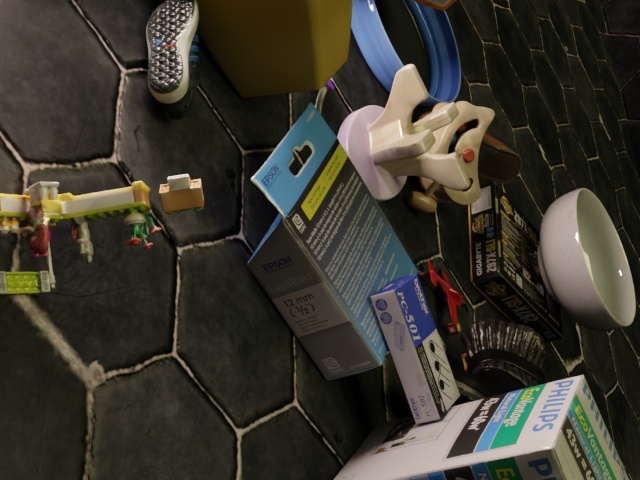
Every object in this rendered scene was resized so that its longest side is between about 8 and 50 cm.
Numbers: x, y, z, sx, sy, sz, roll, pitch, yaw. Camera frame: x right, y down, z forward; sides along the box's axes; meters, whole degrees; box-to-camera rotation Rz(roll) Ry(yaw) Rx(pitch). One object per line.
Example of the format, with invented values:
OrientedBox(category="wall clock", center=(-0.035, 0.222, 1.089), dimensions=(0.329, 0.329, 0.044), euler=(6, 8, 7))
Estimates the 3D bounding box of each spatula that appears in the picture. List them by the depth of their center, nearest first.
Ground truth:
OrientedBox(category="spatula", center=(0.002, -0.224, 1.663), dimensions=(0.084, 0.030, 0.297), euler=(26, 51, -52))

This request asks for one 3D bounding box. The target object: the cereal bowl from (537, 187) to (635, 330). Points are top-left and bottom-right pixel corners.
OrientedBox(category="cereal bowl", center=(0.603, 0.056, 2.197), dimensions=(0.339, 0.141, 0.339), euler=(36, 44, -44))

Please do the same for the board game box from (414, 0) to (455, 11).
OrientedBox(category="board game box", center=(0.190, -0.730, 1.827), dimensions=(0.356, 0.356, 0.356), euler=(6, 57, -43))

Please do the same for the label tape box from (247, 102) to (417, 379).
OrientedBox(category="label tape box", center=(0.000, 0.000, 1.451), dimensions=(0.348, 0.115, 0.249), euler=(55, 34, -19))

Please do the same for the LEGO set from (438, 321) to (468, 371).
OrientedBox(category="LEGO set", center=(0.262, 0.266, 1.765), dimensions=(0.182, 0.060, 0.244), euler=(57, 32, -27))

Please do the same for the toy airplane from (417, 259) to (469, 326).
OrientedBox(category="toy airplane", center=(0.243, 0.092, 1.843), dimensions=(0.151, 0.028, 0.151), euler=(40, 28, -26))

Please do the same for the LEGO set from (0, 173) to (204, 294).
OrientedBox(category="LEGO set", center=(-0.262, -0.004, 1.015), dimensions=(0.287, 0.132, 0.107), euler=(-4, 80, -36))

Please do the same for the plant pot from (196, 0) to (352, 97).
OrientedBox(category="plant pot", center=(-0.061, -0.341, 1.475), dimensions=(0.212, 0.212, 0.187), euler=(-58, 140, -53))

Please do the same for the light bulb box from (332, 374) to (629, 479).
OrientedBox(category="light bulb box", center=(0.260, 0.430, 1.363), dimensions=(0.358, 0.361, 0.225), euler=(65, 30, -7))

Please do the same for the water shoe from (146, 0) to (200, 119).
OrientedBox(category="water shoe", center=(-0.207, -0.259, 1.337), dimensions=(0.080, 0.072, 0.203), euler=(74, 16, -54))

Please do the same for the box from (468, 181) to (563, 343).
OrientedBox(category="box", center=(0.449, 0.058, 2.164), dimensions=(0.322, 0.079, 0.257), euler=(40, 40, -40))

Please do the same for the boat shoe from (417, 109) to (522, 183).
OrientedBox(category="boat shoe", center=(0.311, -0.213, 2.097), dimensions=(0.307, 0.111, 0.104), euler=(25, 16, -37))

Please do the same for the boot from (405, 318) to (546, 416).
OrientedBox(category="boot", center=(0.281, 0.237, 1.676), dimensions=(0.348, 0.131, 0.260), euler=(34, 42, -32))

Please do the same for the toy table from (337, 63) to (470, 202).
OrientedBox(category="toy table", center=(0.157, -0.183, 1.762), dimensions=(0.252, 0.160, 0.274), euler=(56, 32, -22))

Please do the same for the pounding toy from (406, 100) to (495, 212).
OrientedBox(category="pounding toy", center=(0.288, -0.156, 1.916), dimensions=(0.154, 0.155, 0.270), euler=(32, 78, -30))

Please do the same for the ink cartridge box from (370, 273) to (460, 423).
OrientedBox(category="ink cartridge box", center=(0.146, 0.164, 1.439), dimensions=(0.097, 0.046, 0.207), euler=(-26, 97, -61))

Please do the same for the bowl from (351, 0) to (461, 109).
OrientedBox(category="bowl", center=(0.178, -0.465, 2.042), dimensions=(0.391, 0.077, 0.391), euler=(34, 46, -44))
